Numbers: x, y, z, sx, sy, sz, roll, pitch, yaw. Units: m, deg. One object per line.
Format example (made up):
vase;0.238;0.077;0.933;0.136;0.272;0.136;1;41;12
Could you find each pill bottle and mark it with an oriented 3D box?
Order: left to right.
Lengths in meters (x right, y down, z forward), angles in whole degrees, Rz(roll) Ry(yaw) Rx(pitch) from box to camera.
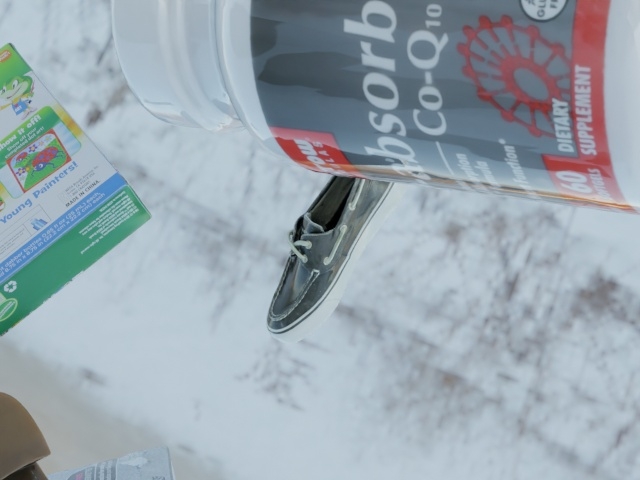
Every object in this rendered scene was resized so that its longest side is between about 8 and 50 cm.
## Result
pill bottle;0.067;-0.137;1.061;0.363;0.210;0.210;8;151;30

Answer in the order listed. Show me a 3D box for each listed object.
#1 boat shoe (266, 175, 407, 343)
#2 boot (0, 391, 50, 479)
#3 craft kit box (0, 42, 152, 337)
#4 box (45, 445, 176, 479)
boat shoe;0.000;0.000;1.729;0.070;0.219;0.078;31;-178;-39
boot;-0.160;0.177;0.910;0.073;0.197;0.152;-16;171;-27
craft kit box;-0.301;-0.022;1.445;0.246;0.250;0.061;48;173;39
box;-0.182;0.300;1.518;0.142;0.163;0.247;-14;-169;-5
